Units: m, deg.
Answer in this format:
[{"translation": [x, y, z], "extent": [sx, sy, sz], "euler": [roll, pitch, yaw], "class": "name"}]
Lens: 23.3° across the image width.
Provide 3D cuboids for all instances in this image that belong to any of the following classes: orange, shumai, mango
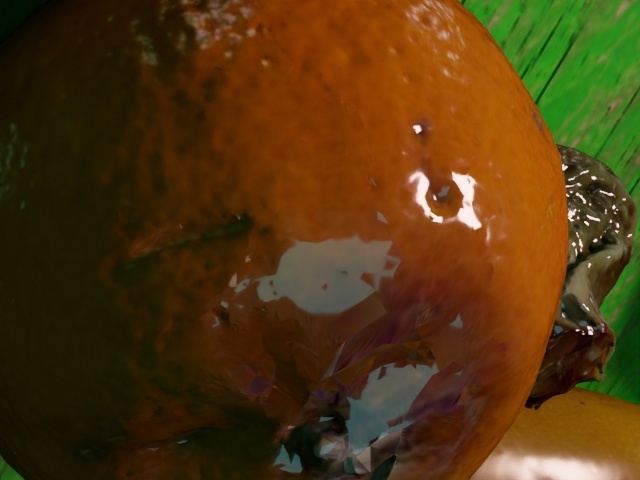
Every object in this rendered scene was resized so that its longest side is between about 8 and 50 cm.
[{"translation": [-0.022, 0.008, 0.519], "extent": [0.224, 0.170, 0.224], "euler": [-14, 132, -16], "class": "orange"}, {"translation": [0.097, 0.022, 0.674], "extent": [0.123, 0.087, 0.099], "euler": [-36, 135, -5], "class": "shumai"}, {"translation": [0.072, 0.127, 0.725], "extent": [0.253, 0.113, 0.138], "euler": [10, 128, -35], "class": "mango"}]
